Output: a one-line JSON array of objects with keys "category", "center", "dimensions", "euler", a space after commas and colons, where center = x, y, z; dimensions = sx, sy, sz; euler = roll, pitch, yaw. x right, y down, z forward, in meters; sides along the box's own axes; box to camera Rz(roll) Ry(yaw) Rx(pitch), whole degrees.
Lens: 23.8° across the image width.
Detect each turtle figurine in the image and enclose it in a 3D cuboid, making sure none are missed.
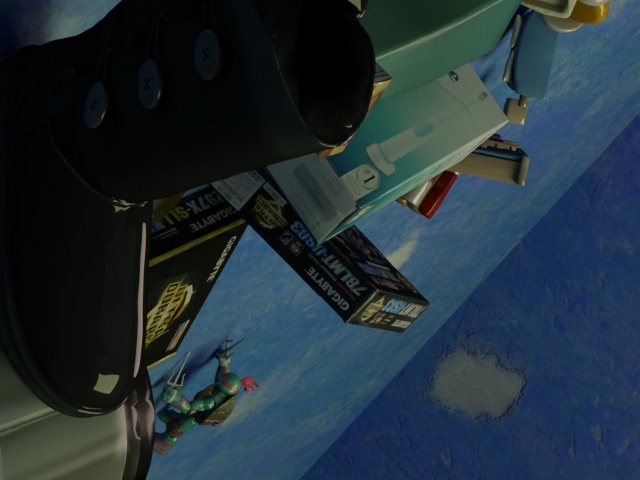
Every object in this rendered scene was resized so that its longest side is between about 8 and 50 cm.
[{"category": "turtle figurine", "center": [-0.207, 0.271, 2.625], "dimensions": [0.234, 0.118, 0.175], "euler": [-46, 164, 30]}]

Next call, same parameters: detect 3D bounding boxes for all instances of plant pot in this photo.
[{"category": "plant pot", "center": [0.099, -0.281, 1.851], "dimensions": [0.234, 0.165, 0.166], "euler": [-33, 167, -24]}]

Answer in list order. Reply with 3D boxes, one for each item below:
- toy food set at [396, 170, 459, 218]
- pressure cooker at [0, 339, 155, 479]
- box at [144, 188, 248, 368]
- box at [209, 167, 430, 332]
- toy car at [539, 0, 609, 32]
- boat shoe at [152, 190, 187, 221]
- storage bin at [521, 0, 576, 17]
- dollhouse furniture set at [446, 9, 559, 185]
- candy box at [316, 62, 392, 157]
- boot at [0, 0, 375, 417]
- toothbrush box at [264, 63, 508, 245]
[{"category": "toy food set", "center": [0.164, -0.112, 2.544], "dimensions": [0.104, 0.111, 0.232], "euler": [-56, 162, 0]}, {"category": "pressure cooker", "center": [-0.376, 0.189, 1.550], "dimensions": [0.420, 0.375, 0.370], "euler": [-18, 150, -53]}, {"category": "box", "center": [-0.259, 0.087, 2.102], "dimensions": [0.257, 0.079, 0.322], "euler": [-24, 155, -43]}, {"category": "box", "center": [0.000, 0.000, 2.102], "dimensions": [0.073, 0.293, 0.295], "euler": [-45, 164, 9]}, {"category": "toy car", "center": [0.351, -0.398, 2.173], "dimensions": [0.136, 0.182, 0.159], "euler": [-55, -175, -20]}, {"category": "boat shoe", "center": [-0.182, -0.083, 1.910], "dimensions": [0.135, 0.045, 0.050], "euler": [-43, 156, 13]}, {"category": "storage bin", "center": [0.319, -0.451, 1.859], "dimensions": [0.260, 0.123, 0.262], "euler": [104, 10, -61]}, {"category": "dollhouse furniture set", "center": [0.254, -0.266, 2.447], "dimensions": [0.286, 0.198, 0.303], "euler": [-74, 176, -81]}, {"category": "candy box", "center": [-0.025, -0.191, 1.629], "dimensions": [0.053, 0.187, 0.109], "euler": [-20, 151, -55]}, {"category": "boot", "center": [-0.117, -0.054, 1.301], "dimensions": [0.146, 0.367, 0.445], "euler": [-6, 172, -45]}, {"category": "toothbrush box", "center": [0.064, -0.162, 1.956], "dimensions": [0.295, 0.216, 0.126], "euler": [-32, 175, -36]}]
